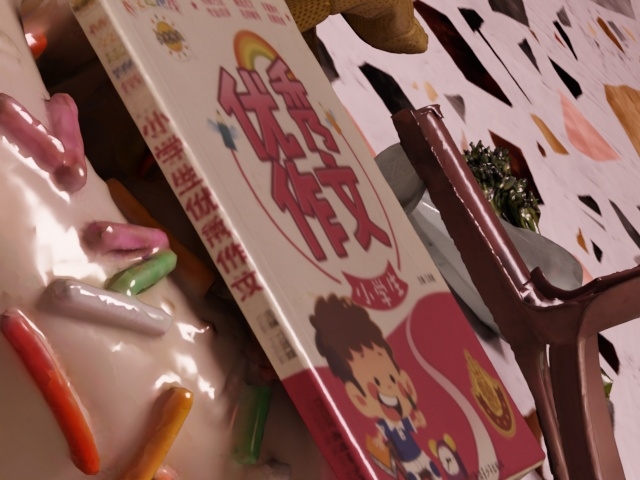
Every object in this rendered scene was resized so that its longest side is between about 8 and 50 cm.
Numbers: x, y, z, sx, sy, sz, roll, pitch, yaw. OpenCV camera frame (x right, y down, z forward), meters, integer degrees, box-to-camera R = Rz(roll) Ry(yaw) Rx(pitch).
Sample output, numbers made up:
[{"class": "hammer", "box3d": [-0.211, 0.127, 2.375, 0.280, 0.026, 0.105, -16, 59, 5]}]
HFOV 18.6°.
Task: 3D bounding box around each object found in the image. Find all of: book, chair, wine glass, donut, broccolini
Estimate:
[{"class": "book", "box3d": [0.000, 0.000, 0.745, 0.232, 0.022, 0.162, 61, 21, 9]}, {"class": "chair", "box3d": [0.180, 0.046, 1.084, 0.175, 0.183, 0.326, -20, 89, -79]}, {"class": "wine glass", "box3d": [0.094, 0.001, 1.227, 0.155, 0.073, 0.073, 38, 27, -33]}, {"class": "donut", "box3d": [-0.101, -0.018, 0.784, 0.382, 0.142, 0.383, 43, 25, -26]}, {"class": "broccolini", "box3d": [0.155, 0.018, 1.339, 0.201, 0.058, 0.074, 51, 30, -5]}]

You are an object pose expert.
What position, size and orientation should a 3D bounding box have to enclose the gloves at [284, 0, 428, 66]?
[{"class": "gloves", "box3d": [-0.021, -0.122, 1.035, 0.141, 0.331, 0.154, 22, 67, 7]}]
